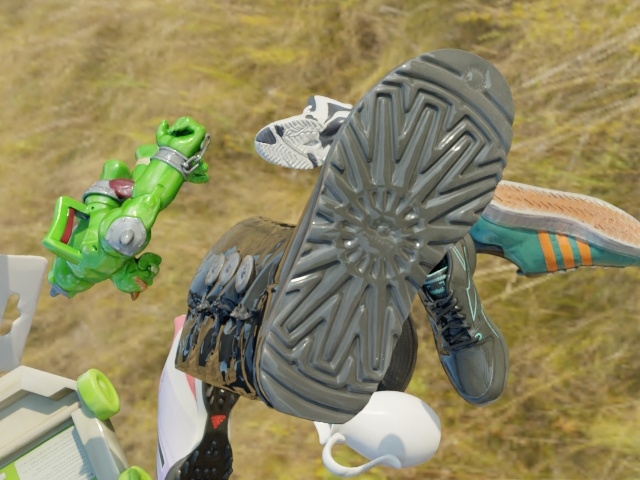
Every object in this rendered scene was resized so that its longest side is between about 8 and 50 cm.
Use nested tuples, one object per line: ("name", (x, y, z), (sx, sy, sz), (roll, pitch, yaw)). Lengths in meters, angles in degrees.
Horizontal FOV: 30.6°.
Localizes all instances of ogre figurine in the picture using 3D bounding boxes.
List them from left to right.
("ogre figurine", (-0.166, -0.017, 0.951), (0.197, 0.097, 0.118), (-9, 43, 37))

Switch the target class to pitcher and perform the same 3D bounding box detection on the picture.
("pitcher", (0.093, 0.327, 1.932), (0.178, 0.207, 0.125), (-94, 26, -43))

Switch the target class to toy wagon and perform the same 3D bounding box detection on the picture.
("toy wagon", (-0.296, 0.309, 1.232), (0.267, 0.068, 0.344), (-31, 67, 7))

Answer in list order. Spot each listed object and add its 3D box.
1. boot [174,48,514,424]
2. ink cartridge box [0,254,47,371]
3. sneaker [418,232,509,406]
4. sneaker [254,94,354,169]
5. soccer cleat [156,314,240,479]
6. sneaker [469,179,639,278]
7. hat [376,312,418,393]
("boot", (-0.001, 0.002, 1.206), (0.367, 0.146, 0.445), (-58, 10, -10))
("ink cartridge box", (-0.574, 0.065, 1.594), (0.119, 0.353, 0.207), (49, 125, 50))
("sneaker", (0.172, 0.095, 1.571), (0.101, 0.106, 0.268), (-24, 71, 26))
("sneaker", (-0.020, -0.192, 2.035), (0.153, 0.234, 0.094), (32, 137, 62))
("soccer cleat", (-0.185, 0.260, 1.641), (0.116, 0.108, 0.318), (16, 96, 44))
("sneaker", (0.355, 0.000, 1.758), (0.108, 0.302, 0.121), (-89, 17, -53))
("hat", (0.013, 0.187, 2.089), (0.331, 0.133, 0.332), (4, 95, 49))
